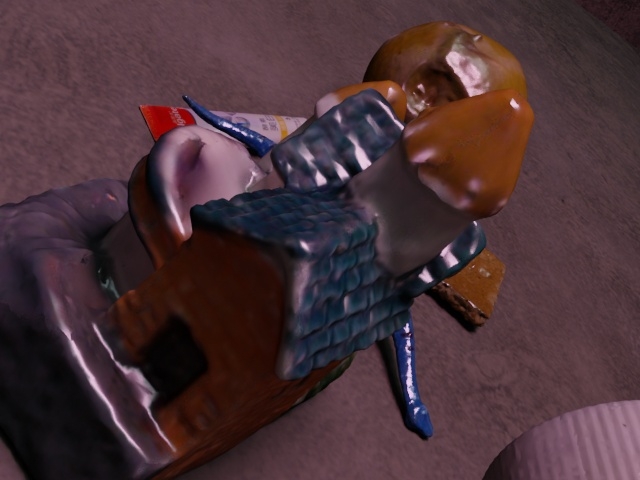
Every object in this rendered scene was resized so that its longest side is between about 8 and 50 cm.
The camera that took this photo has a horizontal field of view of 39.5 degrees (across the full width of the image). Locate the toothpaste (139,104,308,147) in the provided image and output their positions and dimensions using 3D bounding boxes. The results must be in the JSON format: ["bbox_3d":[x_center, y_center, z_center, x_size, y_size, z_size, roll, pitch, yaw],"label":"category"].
[{"bbox_3d":[-0.069,-0.099,0.798,0.190,0.031,0.048,-2,52,-40],"label":"toothpaste"}]

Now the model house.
[{"bbox_3d":[-0.020,-0.017,0.509,0.271,0.301,0.190,-16,70,-56],"label":"model house"}]

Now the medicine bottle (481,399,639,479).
[{"bbox_3d":[0.192,0.283,0.437,0.224,0.224,0.384,31,33,-20],"label":"medicine bottle"}]

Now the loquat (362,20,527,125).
[{"bbox_3d":[0.135,-0.145,0.956,0.179,0.179,0.227,48,13,9],"label":"loquat"}]

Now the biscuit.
[{"bbox_3d":[0.087,-0.016,0.885,0.231,0.025,0.131,41,30,-1],"label":"biscuit"}]

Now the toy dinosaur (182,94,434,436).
[{"bbox_3d":[0.022,-0.001,0.747,0.329,0.076,0.144,56,38,2],"label":"toy dinosaur"}]
